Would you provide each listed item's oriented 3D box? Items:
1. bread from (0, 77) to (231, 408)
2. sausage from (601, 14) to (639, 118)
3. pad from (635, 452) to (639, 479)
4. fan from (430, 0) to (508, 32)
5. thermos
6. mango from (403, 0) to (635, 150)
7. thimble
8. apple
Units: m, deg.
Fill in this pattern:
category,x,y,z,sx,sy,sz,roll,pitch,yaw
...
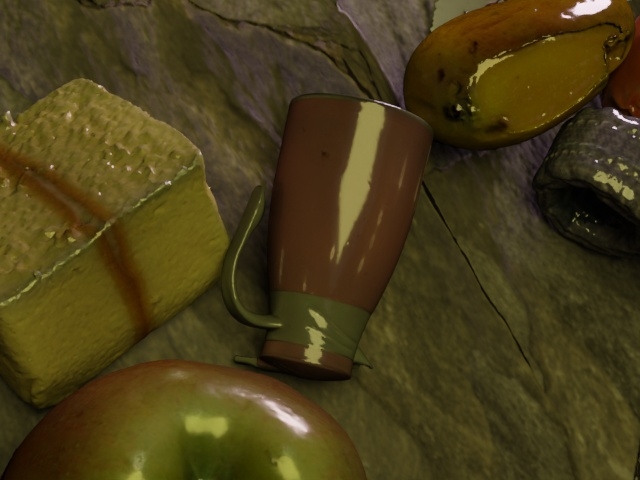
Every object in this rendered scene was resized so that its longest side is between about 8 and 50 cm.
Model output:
category,x,y,z,sx,sy,sz,roll,pitch,yaw
bread,-0.249,-0.006,1.620,0.263,0.198,0.236,-38,53,-24
sausage,0.394,-0.211,1.824,0.133,0.133,0.258,39,69,-1
pad,0.430,0.235,1.761,0.220,0.004,0.330,19,70,-8
fan,0.271,-0.247,1.865,0.329,0.009,0.190,-17,78,-19
thermos,0.000,0.000,1.649,0.176,0.146,0.265,20,77,-23
mango,0.207,-0.182,1.742,0.262,0.167,0.130,-22,119,-10
thimble,0.296,-0.058,1.741,0.150,0.150,0.097,34,67,-3
apple,-0.116,0.259,1.448,0.339,0.305,0.338,4,73,-12
